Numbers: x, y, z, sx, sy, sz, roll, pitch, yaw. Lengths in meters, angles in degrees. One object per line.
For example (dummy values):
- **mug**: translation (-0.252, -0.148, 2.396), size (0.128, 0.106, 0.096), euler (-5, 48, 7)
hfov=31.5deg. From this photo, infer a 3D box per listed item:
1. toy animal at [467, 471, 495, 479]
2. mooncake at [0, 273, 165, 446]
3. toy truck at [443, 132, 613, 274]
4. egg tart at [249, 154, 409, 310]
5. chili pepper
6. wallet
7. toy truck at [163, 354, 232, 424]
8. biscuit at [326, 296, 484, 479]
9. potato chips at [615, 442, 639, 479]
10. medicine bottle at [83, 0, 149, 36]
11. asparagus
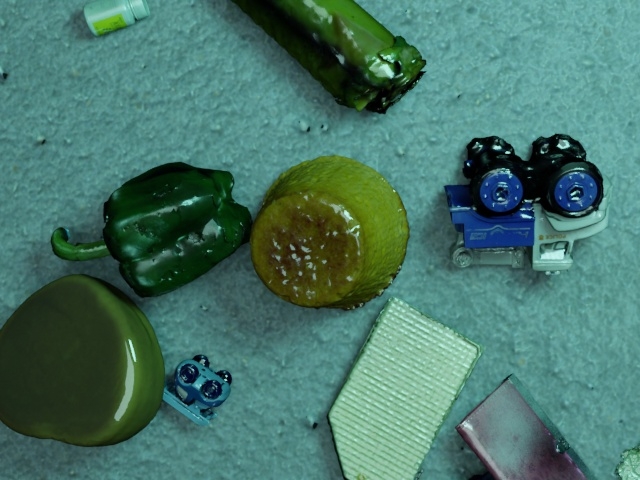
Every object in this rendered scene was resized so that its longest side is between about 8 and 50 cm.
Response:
- **toy animal**: translation (0.213, 0.409, 1.462), size (0.116, 0.179, 0.219), euler (-3, 84, 30)
- **mooncake**: translation (-0.323, 0.159, 1.517), size (0.234, 0.117, 0.235), euler (-3, 80, 19)
- **toy truck**: translation (0.270, -0.038, 1.485), size (0.213, 0.161, 0.177), euler (-1, 109, 4)
- **egg tart**: translation (0.000, 0.000, 1.483), size (0.215, 0.171, 0.215), euler (3, 101, 16)
- **chili pepper**: translation (-0.227, -0.006, 1.505), size (0.261, 0.174, 0.165), euler (-24, 112, 9)
- **wallet**: translation (0.288, 0.303, 1.507), size (0.119, 0.025, 0.232), euler (-37, 87, -27)
- **toy truck**: translation (-0.189, 0.188, 1.552), size (0.136, 0.063, 0.074), euler (36, 108, 8)
- **biscuit**: translation (0.101, 0.218, 1.532), size (0.150, 0.052, 0.252), euler (27, 90, 7)
- **potato chips**: translation (0.507, 0.351, 1.484), size (0.167, 0.059, 0.228), euler (-18, 61, -14)
- **medicine bottle**: translation (-0.281, -0.315, 1.564), size (0.083, 0.047, 0.047), euler (-17, 88, 4)
- **asparagus**: translation (-0.032, -0.314, 1.515), size (0.382, 0.128, 0.108), euler (42, 56, 4)
